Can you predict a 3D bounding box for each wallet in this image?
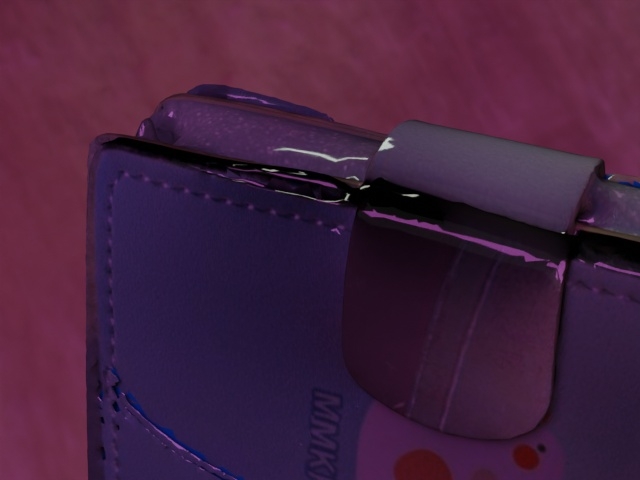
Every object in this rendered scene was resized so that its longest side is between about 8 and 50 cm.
[{"bbox_3d":[0.045,0.053,0.556,0.250,0.075,0.176,15,119,21],"label":"wallet"}]
